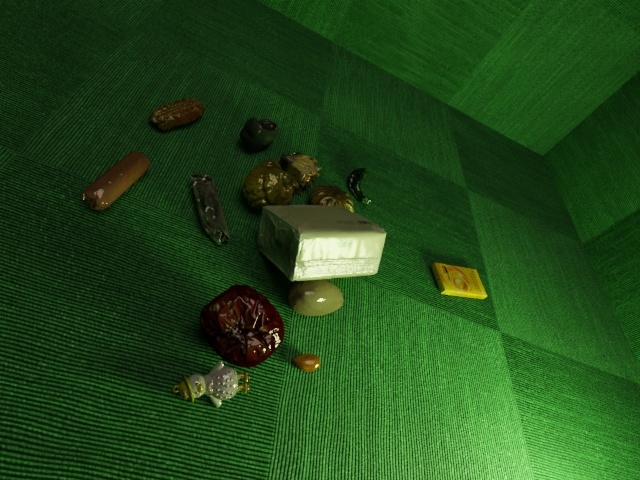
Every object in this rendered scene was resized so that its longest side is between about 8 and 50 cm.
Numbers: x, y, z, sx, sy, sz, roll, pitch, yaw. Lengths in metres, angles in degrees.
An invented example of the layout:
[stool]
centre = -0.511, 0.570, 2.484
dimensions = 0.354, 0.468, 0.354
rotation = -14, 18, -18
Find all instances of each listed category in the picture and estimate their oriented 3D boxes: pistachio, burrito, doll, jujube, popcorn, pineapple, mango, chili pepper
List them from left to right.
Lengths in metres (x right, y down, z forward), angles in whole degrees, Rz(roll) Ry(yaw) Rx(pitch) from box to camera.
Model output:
[burrito]
centre = -0.405, -0.119, 1.498
dimensions = 0.096, 0.066, 0.309
rotation = -4, 60, -38
[doll]
centre = -0.296, 0.393, 1.127
dimensions = 0.207, 0.081, 0.129
rotation = 3, 88, -28
[jujube]
centre = -0.227, 0.250, 1.206
dimensions = 0.232, 0.213, 0.213
rotation = 51, 45, 0
[popcorn]
centre = -0.198, -0.204, 1.639
dimensions = 0.203, 0.200, 0.226
rotation = 50, 5, -25
[pineapple]
centre = -0.100, -0.313, 1.838
dimensions = 0.186, 0.114, 0.236
rotation = 26, 35, -11
[mango]
centre = -0.045, 0.390, 1.321
dimensions = 0.089, 0.046, 0.060
rotation = 10, 47, -9
[pistachio]
centre = -0.015, 0.197, 1.450
dimensions = 0.226, 0.136, 0.135
rotation = 8, 50, -37
[chili pepper]
centre = 0.198, -0.294, 2.030
dimensions = 0.122, 0.065, 0.278
rotation = 30, 46, -20

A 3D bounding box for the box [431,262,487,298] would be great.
[box]
centre = 0.646, 0.190, 1.922
dimensions = 0.269, 0.043, 0.152
rotation = 10, 50, -26

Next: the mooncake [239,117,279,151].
[mooncake]
centre = -0.268, -0.476, 1.809
dimensions = 0.168, 0.175, 0.104
rotation = -38, 81, -3

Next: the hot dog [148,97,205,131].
[hot dog]
centre = -0.590, -0.526, 1.718
dimensions = 0.115, 0.072, 0.269
rotation = 44, 43, -4

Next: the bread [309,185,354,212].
[bread]
centre = 0.051, -0.167, 1.802
dimensions = 0.213, 0.104, 0.213
rotation = 16, 46, -17

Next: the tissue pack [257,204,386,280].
[tissue pack]
centre = 0.000, 0.000, 1.501
dimensions = 0.380, 0.207, 0.297
rotation = -2, 23, -35

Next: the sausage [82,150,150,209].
[sausage]
centre = -0.677, -0.205, 1.382
dimensions = 0.086, 0.086, 0.289
rotation = 30, 45, -7
